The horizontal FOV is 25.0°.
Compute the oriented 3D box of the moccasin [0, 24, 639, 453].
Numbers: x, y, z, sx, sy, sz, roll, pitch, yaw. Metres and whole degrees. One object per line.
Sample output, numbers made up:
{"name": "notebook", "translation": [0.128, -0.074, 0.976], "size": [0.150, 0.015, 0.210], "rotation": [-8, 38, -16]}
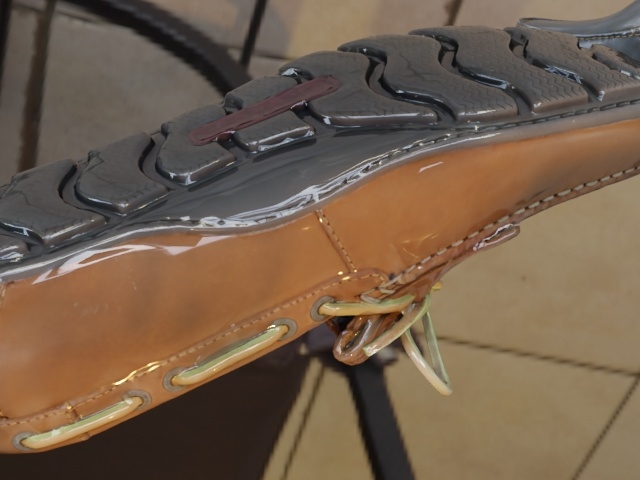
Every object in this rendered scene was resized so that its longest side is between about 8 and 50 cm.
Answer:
{"name": "moccasin", "translation": [0.001, 0.001, 0.699], "size": [0.380, 0.139, 0.147], "rotation": [-24, 124, -18]}

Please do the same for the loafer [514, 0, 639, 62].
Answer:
{"name": "loafer", "translation": [0.195, -0.122, 0.837], "size": [0.170, 0.062, 0.061], "rotation": [6, 112, 11]}
